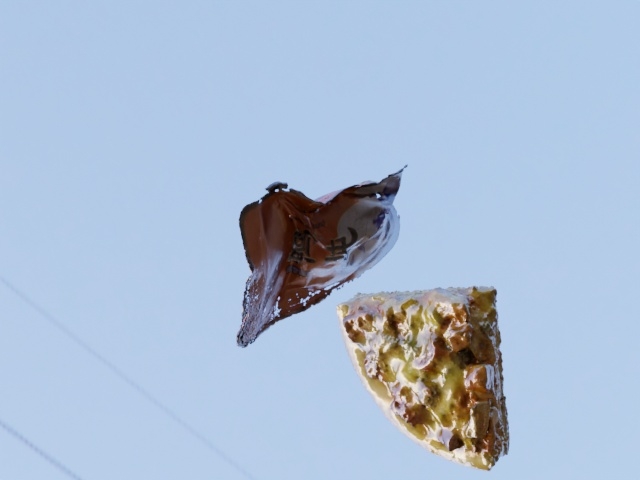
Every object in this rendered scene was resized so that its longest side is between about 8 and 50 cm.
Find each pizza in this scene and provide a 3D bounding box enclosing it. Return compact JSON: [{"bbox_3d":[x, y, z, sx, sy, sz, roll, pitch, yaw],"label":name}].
[{"bbox_3d":[0.078,0.084,1.278,0.046,0.175,0.134,-15,-45,-51],"label":"pizza"}]

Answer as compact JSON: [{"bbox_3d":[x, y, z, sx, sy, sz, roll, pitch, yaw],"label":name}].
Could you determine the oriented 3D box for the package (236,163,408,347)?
[{"bbox_3d":[-0.001,0.000,0.839,0.110,0.033,0.077,-24,-33,-32],"label":"package"}]
